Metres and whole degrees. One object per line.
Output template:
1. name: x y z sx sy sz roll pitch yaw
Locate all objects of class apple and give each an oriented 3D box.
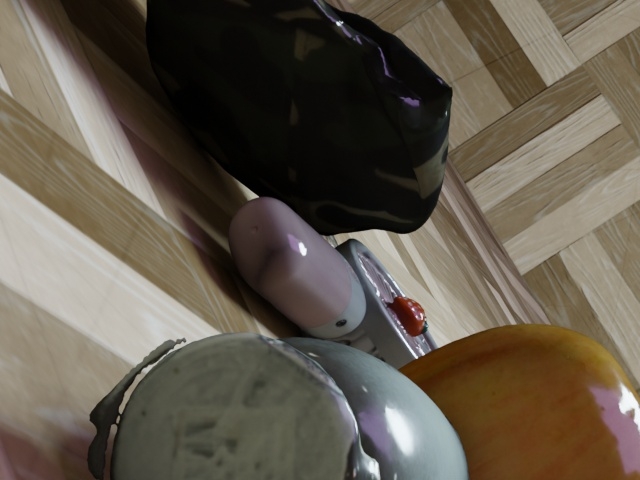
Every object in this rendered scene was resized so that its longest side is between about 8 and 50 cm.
1. apple: 0.087 0.129 0.866 0.199 0.199 0.199 55 9 -12

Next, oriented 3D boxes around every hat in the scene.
1. hat: -0.098 -0.165 1.165 0.381 0.257 0.366 12 26 -19

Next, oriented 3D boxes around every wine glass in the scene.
1. wine glass: -0.004 0.095 0.705 0.111 0.111 0.204 59 10 19

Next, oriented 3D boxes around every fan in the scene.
1. fan: 0.014 0.042 1.138 0.244 0.074 0.130 43 16 -56

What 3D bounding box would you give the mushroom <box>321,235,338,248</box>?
1. mushroom: 0.000 0.000 1.403 0.101 0.019 0.049 59 9 18
